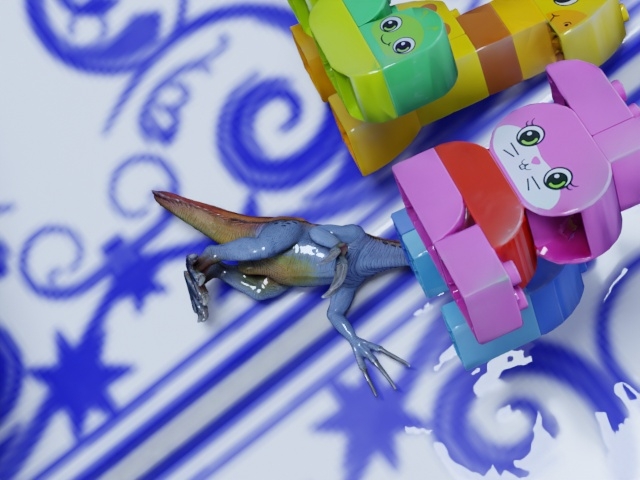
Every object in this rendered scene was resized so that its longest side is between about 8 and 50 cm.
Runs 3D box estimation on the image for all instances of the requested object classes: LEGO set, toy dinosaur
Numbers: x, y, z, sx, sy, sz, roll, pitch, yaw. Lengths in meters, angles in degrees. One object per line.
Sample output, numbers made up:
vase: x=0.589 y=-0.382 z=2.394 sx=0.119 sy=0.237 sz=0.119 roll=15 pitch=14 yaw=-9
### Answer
LEGO set: x=0.048 y=-0.054 z=0.540 sx=0.093 sy=0.087 sz=0.227 roll=-24 pitch=47 yaw=-2
toy dinosaur: x=0.000 y=0.000 z=0.573 sx=0.082 sy=0.047 sz=0.090 roll=-18 pitch=62 yaw=-10
